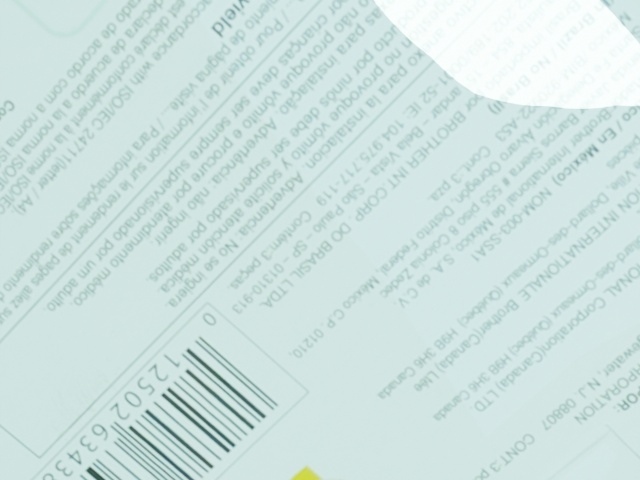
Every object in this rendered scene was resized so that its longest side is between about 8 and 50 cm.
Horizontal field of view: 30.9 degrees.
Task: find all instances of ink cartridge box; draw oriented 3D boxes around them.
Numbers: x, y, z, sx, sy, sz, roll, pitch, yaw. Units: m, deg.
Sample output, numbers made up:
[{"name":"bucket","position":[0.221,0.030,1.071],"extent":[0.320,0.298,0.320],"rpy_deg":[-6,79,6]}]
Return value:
[{"name":"ink cartridge box","position":[0.000,0.000,0.396],"extent":[0.395,0.151,0.270],"rpy_deg":[43,106,-8]}]
